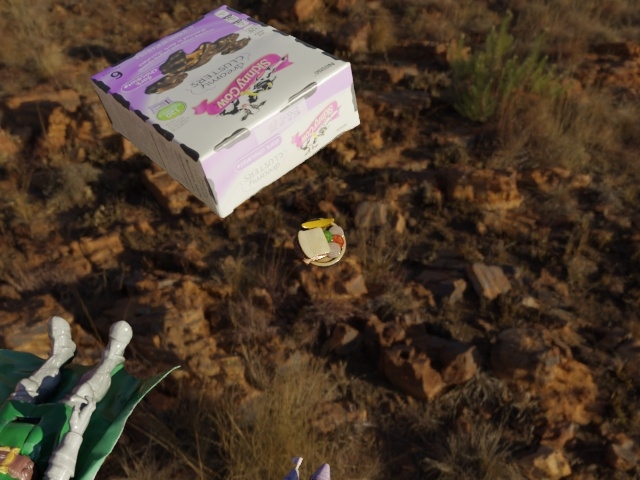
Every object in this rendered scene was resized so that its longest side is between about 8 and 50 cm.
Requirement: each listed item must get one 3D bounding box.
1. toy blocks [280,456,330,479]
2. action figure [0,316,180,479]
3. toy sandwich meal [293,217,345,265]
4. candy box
[{"bbox_3d":[-0.026,0.614,1.454,0.289,0.309,0.260,-8,44,42],"label":"toy blocks"},{"bbox_3d":[-0.177,0.123,0.387,0.137,0.063,0.232,1,23,0],"label":"action figure"},{"bbox_3d":[0.000,0.000,0.980,0.086,0.029,0.085,5,69,-13],"label":"toy sandwich meal"},{"bbox_3d":[-0.090,-0.131,0.608,0.165,0.070,0.196,-37,51,-21],"label":"candy box"}]
